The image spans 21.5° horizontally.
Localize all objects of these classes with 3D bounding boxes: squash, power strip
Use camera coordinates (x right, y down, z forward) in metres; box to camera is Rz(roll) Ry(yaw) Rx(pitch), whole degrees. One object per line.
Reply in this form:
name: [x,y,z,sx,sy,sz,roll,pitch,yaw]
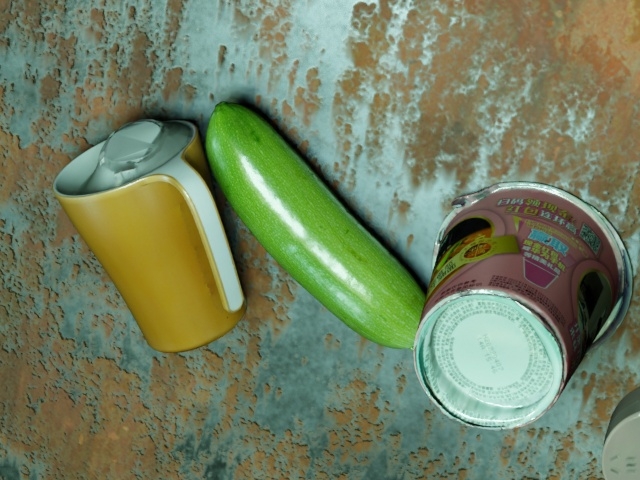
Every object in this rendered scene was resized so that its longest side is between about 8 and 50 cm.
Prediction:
squash: [0.000,0.000,1.966,0.395,0.107,0.107,46,117,-7]
power strip: [0.403,0.246,1.969,0.154,0.078,0.154,6,115,13]

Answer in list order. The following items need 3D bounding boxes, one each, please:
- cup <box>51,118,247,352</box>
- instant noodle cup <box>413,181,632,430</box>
cup: [-0.177,-0.005,1.971,0.226,0.182,0.264,12,131,52]
instant noodle cup: [0.210,0.082,1.857,0.244,0.255,0.244,6,112,15]
